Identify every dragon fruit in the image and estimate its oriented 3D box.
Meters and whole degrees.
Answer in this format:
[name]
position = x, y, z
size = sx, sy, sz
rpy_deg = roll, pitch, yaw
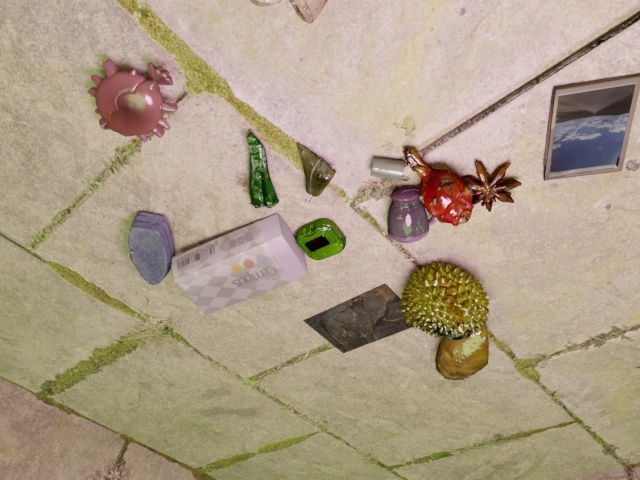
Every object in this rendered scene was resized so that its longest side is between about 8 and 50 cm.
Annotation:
[dragon fruit]
position = 0.294, -0.145, 1.281
size = 0.246, 0.125, 0.125
rpy_deg = 44, 92, -5

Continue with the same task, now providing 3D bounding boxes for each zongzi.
[zongzi]
position = -0.038, -0.181, 1.364
size = 0.130, 0.062, 0.154
rpy_deg = 39, 146, 0

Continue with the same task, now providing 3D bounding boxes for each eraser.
[eraser]
position = -0.255, 0.081, 1.569
size = 0.396, 0.082, 0.213
rpy_deg = -22, 121, 18

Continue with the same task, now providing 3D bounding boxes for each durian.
[durian]
position = 0.375, 0.185, 1.532
size = 0.291, 0.225, 0.291
rpy_deg = 15, 169, 3

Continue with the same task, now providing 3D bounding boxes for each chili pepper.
[chili pepper]
position = -0.170, -0.192, 1.355
size = 0.088, 0.059, 0.227
rpy_deg = 3, 132, 12

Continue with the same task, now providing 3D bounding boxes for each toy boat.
[toy boat]
position = -0.536, 0.034, 1.606
size = 0.127, 0.078, 0.283
rpy_deg = 7, 133, -3

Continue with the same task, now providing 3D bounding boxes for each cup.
[cup]
position = 0.176, -0.188, 1.320
size = 0.083, 0.075, 0.055
rpy_deg = 10, 97, 3

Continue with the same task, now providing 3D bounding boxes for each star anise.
[star anise]
position = 0.440, -0.141, 1.312
size = 0.167, 0.057, 0.168
rpy_deg = 7, 137, 7

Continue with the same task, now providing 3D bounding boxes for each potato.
[potato]
position = 0.502, 0.381, 1.740
size = 0.176, 0.141, 0.298
rpy_deg = 7, 135, -11

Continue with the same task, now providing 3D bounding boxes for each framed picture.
[framed picture]
position = 0.640, -0.262, 1.197
size = 0.189, 0.023, 0.260
rpy_deg = -6, 131, 10

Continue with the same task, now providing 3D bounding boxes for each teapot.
[teapot]
position = 0.251, -0.075, 1.368
size = 0.148, 0.116, 0.146
rpy_deg = -2, 121, 16

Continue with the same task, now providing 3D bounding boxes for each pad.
[pad]
position = 0.151, 0.291, 1.798
size = 0.367, 0.007, 0.247
rpy_deg = -28, 124, 29

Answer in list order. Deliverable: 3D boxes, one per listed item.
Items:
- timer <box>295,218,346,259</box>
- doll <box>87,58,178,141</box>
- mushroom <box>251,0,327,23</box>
[timer]
position = 0.000, 0.000, 1.516
size = 0.140, 0.047, 0.128
rpy_deg = -22, 126, 26
[doll]
position = -0.460, -0.340, 1.230
size = 0.262, 0.093, 0.211
rpy_deg = -33, 118, 33
[mushroom]
position = -0.084, -0.543, 0.945
size = 0.253, 0.195, 0.189
rpy_deg = 30, 97, -11
